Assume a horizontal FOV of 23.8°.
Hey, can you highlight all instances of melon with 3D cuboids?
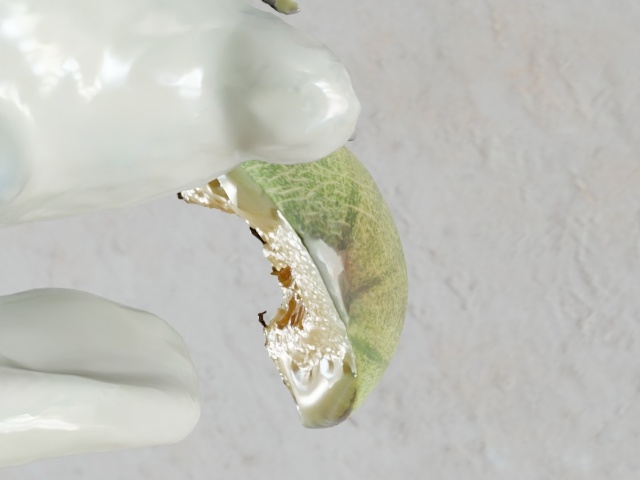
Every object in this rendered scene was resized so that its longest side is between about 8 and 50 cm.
[{"bbox_3d":[0.000,0.000,0.624,0.160,0.079,0.128,63,162,-15],"label":"melon"}]

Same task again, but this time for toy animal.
[{"bbox_3d":[-0.154,-0.040,0.461,0.249,0.289,0.174,69,154,20],"label":"toy animal"}]
